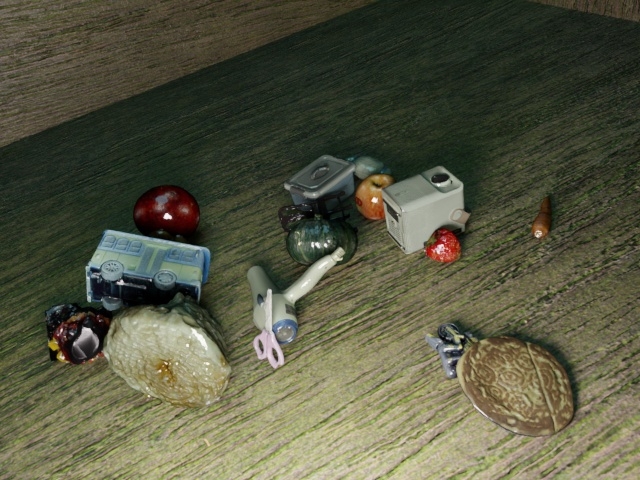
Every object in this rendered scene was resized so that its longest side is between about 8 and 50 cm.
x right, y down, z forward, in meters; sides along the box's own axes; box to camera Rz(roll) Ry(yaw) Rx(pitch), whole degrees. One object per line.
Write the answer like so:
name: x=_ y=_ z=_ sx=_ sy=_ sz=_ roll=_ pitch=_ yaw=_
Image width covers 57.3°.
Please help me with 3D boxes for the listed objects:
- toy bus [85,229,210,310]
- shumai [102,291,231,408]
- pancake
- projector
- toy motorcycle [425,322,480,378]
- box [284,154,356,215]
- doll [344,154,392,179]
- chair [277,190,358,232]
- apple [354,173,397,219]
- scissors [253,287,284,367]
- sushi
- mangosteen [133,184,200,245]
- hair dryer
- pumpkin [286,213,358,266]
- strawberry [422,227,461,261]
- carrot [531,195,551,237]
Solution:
toy bus: x=-0.485 y=0.098 z=1.663 sx=0.312 sy=0.152 sz=0.190 roll=11 pitch=38 yaw=-6
shumai: x=-0.328 y=0.227 z=1.434 sx=0.304 sy=0.309 sz=0.263 roll=-39 pitch=12 yaw=30
pancake: x=0.412 y=0.301 z=1.248 sx=0.250 sy=0.031 sz=0.250 roll=2 pitch=44 yaw=-2
projector: x=0.314 y=-0.096 z=1.719 sx=0.242 sy=0.177 sz=0.163 roll=-20 pitch=39 yaw=-10
toy motorcycle: x=0.322 y=0.267 z=1.342 sx=0.124 sy=0.061 sz=0.193 roll=-27 pitch=47 yaw=-28
box: x=0.006 y=-0.189 z=1.976 sx=0.162 sy=0.130 sz=0.227 roll=23 pitch=49 yaw=39
doll: x=0.169 y=-0.254 z=2.055 sx=0.103 sy=0.071 sz=0.214 roll=-38 pitch=47 yaw=-27
chair: x=-0.011 y=-0.064 z=1.842 sx=0.229 sy=0.106 sz=0.113 roll=-16 pitch=35 yaw=-1
apple: x=0.183 y=-0.141 z=1.857 sx=0.146 sy=0.131 sz=0.146 roll=-5 pitch=41 yaw=4
scissors: x=-0.128 y=0.214 z=1.435 sx=0.110 sy=0.212 sz=0.021 roll=24 pitch=33 yaw=38
sushi: x=-0.644 y=0.258 z=1.583 sx=0.172 sy=0.153 sz=0.150 roll=-6 pitch=11 yaw=-24
mangosteen: x=-0.498 y=-0.054 z=1.922 sx=0.215 sy=0.215 sz=0.257 roll=-14 pitch=68 yaw=0
hair dryer: x=-0.098 y=0.112 z=1.592 sx=0.298 sy=0.119 sz=0.296 roll=-54 pitch=37 yaw=-12
pumpkin: x=0.001 y=0.002 z=1.677 sx=0.211 sy=0.211 sz=0.152 roll=-3 pitch=72 yaw=14
strawberry: x=0.346 y=0.017 z=1.638 sx=0.106 sy=0.106 sz=0.106 roll=-9 pitch=37 yaw=7
carrot: x=0.651 y=-0.075 z=1.702 sx=0.048 sy=0.048 sz=0.216 roll=7 pitch=37 yaw=25
